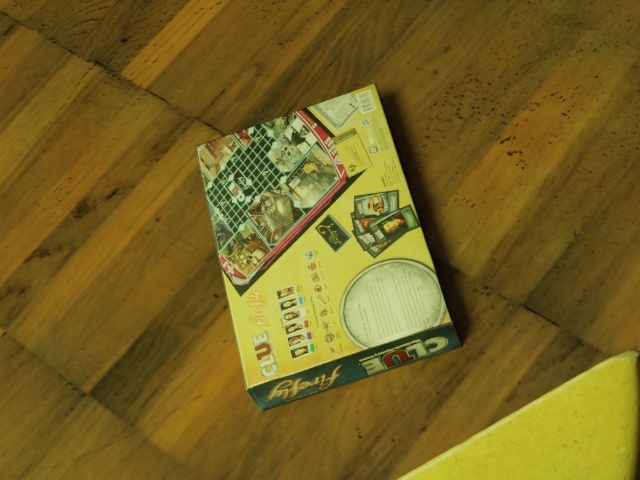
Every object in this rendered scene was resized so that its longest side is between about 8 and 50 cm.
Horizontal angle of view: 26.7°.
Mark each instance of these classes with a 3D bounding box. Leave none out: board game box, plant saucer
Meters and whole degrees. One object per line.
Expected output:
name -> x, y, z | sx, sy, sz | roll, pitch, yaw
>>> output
board game box -> 0.000, 0.000, 1.078 | 0.165, 0.042, 0.243 | -18, 55, 5
plant saucer -> 0.043, 0.200, 0.787 | 0.332, 0.333, 0.081 | -30, 76, -2
